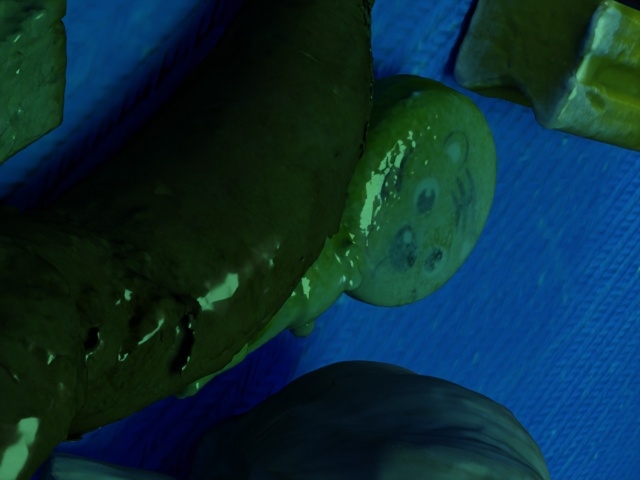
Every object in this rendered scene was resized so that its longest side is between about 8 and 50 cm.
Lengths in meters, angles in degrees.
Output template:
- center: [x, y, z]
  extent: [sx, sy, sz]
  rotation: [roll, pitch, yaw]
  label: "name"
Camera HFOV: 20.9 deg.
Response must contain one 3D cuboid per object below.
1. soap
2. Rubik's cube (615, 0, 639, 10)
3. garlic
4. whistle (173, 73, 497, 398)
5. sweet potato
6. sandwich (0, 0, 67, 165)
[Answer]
- center: [0.166, -0.120, 0.899]
  extent: [0.232, 0.073, 0.140]
  rotation: [4, 109, -60]
  label: "soap"
- center: [0.144, -0.254, 0.498]
  extent: [0.301, 0.304, 0.305]
  rotation: [-56, 153, -13]
  label: "Rubik's cube"
- center: [-0.020, 0.129, 0.721]
  extent: [0.212, 0.218, 0.218]
  rotation: [34, 83, -28]
  label: "garlic"
- center: [0.000, 0.000, 0.752]
  extent: [0.198, 0.057, 0.104]
  rotation: [-35, 132, -31]
  label: "whistle"
- center: [-0.059, 0.000, 0.600]
  extent: [0.310, 0.098, 0.124]
  rotation: [-51, 163, -42]
  label: "sweet potato"
- center: [-0.119, -0.063, 0.444]
  extent: [0.090, 0.088, 0.244]
  rotation: [-43, 146, -40]
  label: "sandwich"
